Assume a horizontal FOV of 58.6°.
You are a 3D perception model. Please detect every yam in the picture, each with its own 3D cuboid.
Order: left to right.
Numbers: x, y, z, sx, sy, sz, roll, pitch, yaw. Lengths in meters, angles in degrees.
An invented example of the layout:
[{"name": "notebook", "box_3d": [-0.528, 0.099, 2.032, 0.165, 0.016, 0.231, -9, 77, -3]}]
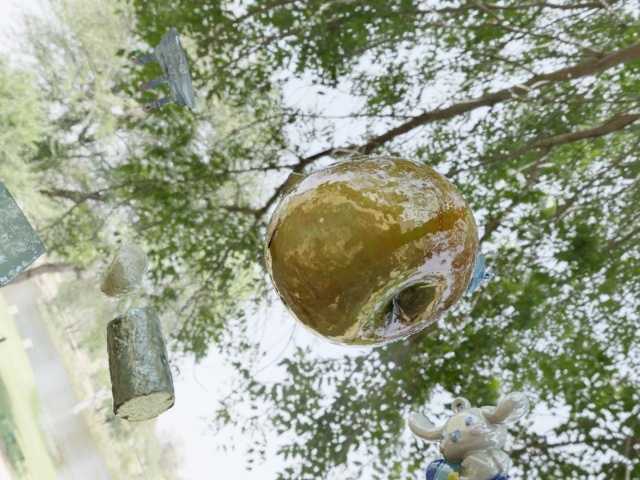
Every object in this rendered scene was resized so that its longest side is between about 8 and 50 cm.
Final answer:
[{"name": "yam", "box_3d": [-0.318, 0.207, 0.998, 0.107, 0.107, 0.194, 99, -25, -50]}]

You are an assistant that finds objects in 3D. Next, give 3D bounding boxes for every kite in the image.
[{"name": "kite", "box_3d": [-0.246, -0.265, 0.916, 0.245, 0.015, 0.141, -76, 154, -66]}]

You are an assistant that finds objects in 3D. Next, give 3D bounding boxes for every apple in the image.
[{"name": "apple", "box_3d": [0.041, 0.006, 0.508, 0.155, 0.182, 0.183, -117, -160, -43]}]

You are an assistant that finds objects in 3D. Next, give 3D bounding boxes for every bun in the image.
[{"name": "bun", "box_3d": [-0.375, 0.062, 1.104, 0.069, 0.115, 0.115, 31, -15, -20]}]

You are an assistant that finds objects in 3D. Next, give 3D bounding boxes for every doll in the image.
[{"name": "doll", "box_3d": [0.379, 0.580, 1.443, 0.376, 0.186, 0.366, 124, -33, -57]}]

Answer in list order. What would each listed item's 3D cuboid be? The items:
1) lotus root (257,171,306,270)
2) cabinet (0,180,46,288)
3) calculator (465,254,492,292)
[{"name": "lotus root", "box_3d": [0.001, 0.001, 0.757, 0.144, 0.070, 0.143, 37, -68, 22]}, {"name": "cabinet", "box_3d": [-0.620, 0.022, 0.966, 0.145, 0.205, 0.150, -82, 150, -66]}, {"name": "calculator", "box_3d": [0.267, 0.057, 1.384, 0.292, 0.173, 0.051, 13, -68, 21]}]
